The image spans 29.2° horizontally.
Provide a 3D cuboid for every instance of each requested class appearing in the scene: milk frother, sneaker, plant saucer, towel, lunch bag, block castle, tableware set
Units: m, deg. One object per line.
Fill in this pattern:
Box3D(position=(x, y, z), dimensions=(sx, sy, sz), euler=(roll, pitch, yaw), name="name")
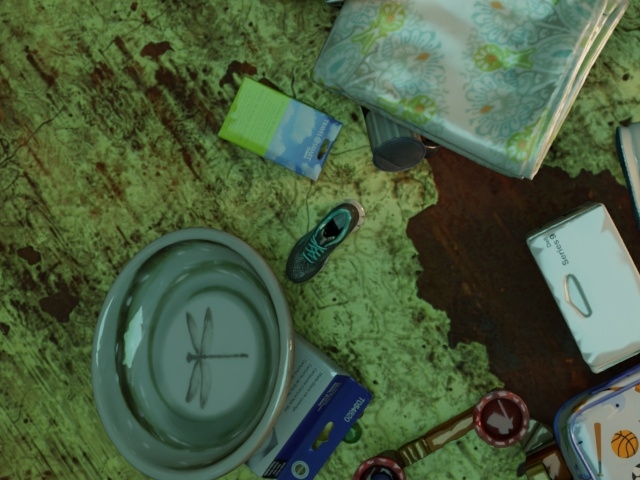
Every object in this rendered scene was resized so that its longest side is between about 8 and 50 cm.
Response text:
Box3D(position=(0.133, -0.201, 1.882), dimensions=(0.129, 0.143, 0.135), euler=(-5, 56, -11), name="milk frother")
Box3D(position=(0.518, -0.072, 1.873), dimensions=(0.092, 0.087, 0.229), euler=(-14, 92, 7), name="sneaker")
Box3D(position=(-0.186, 0.182, 1.941), dimensions=(0.400, 0.100, 0.401), euler=(-7, 78, 34), name="plant saucer")
Box3D(position=(0.214, -0.299, 1.789), dimensions=(0.374, 0.090, 0.321), euler=(27, 88, 11), name="towel")
Box3D(position=(0.502, 0.279, 1.760), dimensions=(0.303, 0.115, 0.243), euler=(-25, 85, -6), name="lunch bag")
Box3D(position=(0.280, 0.472, 1.866), dimensions=(0.303, 0.213, 0.453), euler=(-30, 87, 8), name="block castle")
Box3D(position=(0.000, 0.000, 1.959), dimensions=(0.065, 0.076, 0.166), euler=(40, 97, 6), name="sneaker")
Box3D(position=(-0.002, 0.271, 1.998), dimensions=(0.154, 0.024, 0.104), euler=(13, 96, 8), name="tableware set")

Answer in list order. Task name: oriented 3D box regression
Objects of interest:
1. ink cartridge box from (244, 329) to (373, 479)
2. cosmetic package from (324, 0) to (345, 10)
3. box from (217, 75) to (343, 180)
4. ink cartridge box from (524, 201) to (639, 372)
Box3D(position=(-0.065, 0.264, 1.969), dimensions=(0.224, 0.045, 0.223), euler=(37, 103, 14), name="ink cartridge box")
Box3D(position=(0.128, -0.403, 1.914), dimensions=(0.239, 0.099, 0.060), euler=(-6, 94, 9), name="cosmetic package")
Box3D(position=(-0.062, -0.179, 1.978), dimensions=(0.178, 0.042, 0.109), euler=(26, 96, 7), name="box")
Box3D(position=(0.396, 0.060, 1.793), dimensions=(0.121, 0.289, 0.211), euler=(-27, 88, 9), name="ink cartridge box")
